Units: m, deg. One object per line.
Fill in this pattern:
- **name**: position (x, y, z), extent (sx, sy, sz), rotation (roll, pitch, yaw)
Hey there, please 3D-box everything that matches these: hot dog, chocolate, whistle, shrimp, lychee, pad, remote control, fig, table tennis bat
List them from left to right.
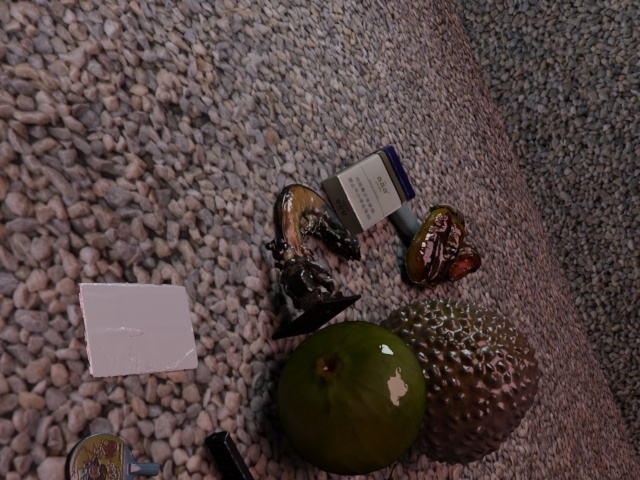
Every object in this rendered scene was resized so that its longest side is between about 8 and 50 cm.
- **table tennis bat**: position (-0.305, 0.338, 1.032), extent (0.155, 0.019, 0.100), rotation (23, 52, -46)
- **pad**: position (-0.299, 0.145, 1.167), extent (0.232, 0.004, 0.157), rotation (8, 65, -54)
- **remote control**: position (-0.124, 0.438, 1.200), extent (0.025, 0.063, 0.245), rotation (-36, 103, -45)
- **shrimp**: position (0.000, 0.000, 1.645), extent (0.290, 0.054, 0.222), rotation (40, 41, -32)
- **fig**: position (0.070, 0.318, 1.361), extent (0.316, 0.316, 0.316), rotation (33, 46, -43)
- **whistle**: position (0.231, -0.079, 2.029), extent (0.312, 0.062, 0.062), rotation (52, 36, -25)
- **hot dog**: position (0.337, 0.021, 2.022), extent (0.162, 0.081, 0.270), rotation (41, 68, -31)
- **lychee**: position (0.310, 0.322, 1.638), extent (0.432, 0.380, 0.380), rotation (36, 42, -18)
- **chocolate**: position (0.422, 0.069, 2.167), extent (0.133, 0.127, 0.124), rotation (0, 88, -46)

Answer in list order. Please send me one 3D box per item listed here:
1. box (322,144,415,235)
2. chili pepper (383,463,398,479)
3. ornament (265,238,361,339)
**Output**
- **box**: position (0.135, -0.137, 1.857), extent (0.259, 0.071, 0.168), rotation (-32, 99, -43)
- **chili pepper**: position (0.141, 0.582, 1.519), extent (0.059, 0.050, 0.191), rotation (45, 51, -37)
- **ornament**: position (-0.043, 0.080, 1.480), extent (0.153, 0.166, 0.196), rotation (-2, 59, -57)
